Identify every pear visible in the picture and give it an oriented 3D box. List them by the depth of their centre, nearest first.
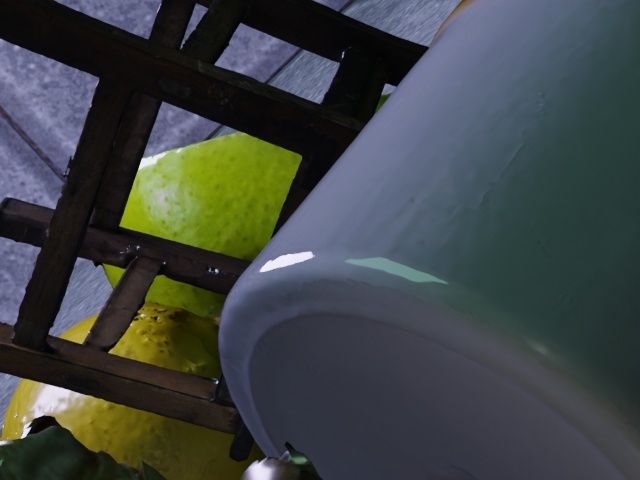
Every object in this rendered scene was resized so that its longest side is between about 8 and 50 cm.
[{"bbox_3d":[0.006,-0.017,1.311,0.292,0.159,0.292,-16,0,0],"label":"pear"}]

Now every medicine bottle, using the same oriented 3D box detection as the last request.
[{"bbox_3d":[0.114,0.020,0.739,0.232,0.238,0.238,-52,16,-29],"label":"medicine bottle"}]

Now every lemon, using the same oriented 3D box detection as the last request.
[{"bbox_3d":[-0.126,0.134,1.204,0.206,0.173,0.173,-35,11,-16],"label":"lemon"}]

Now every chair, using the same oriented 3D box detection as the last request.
[{"bbox_3d":[0.000,0.000,1.083,0.203,0.416,0.240,-69,0,-65],"label":"chair"}]

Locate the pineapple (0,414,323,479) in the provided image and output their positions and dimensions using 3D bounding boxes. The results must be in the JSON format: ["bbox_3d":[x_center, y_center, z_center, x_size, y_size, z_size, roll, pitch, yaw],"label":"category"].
[{"bbox_3d":[-0.021,0.198,0.442,0.344,0.286,0.209,-35,11,26],"label":"pineapple"}]
